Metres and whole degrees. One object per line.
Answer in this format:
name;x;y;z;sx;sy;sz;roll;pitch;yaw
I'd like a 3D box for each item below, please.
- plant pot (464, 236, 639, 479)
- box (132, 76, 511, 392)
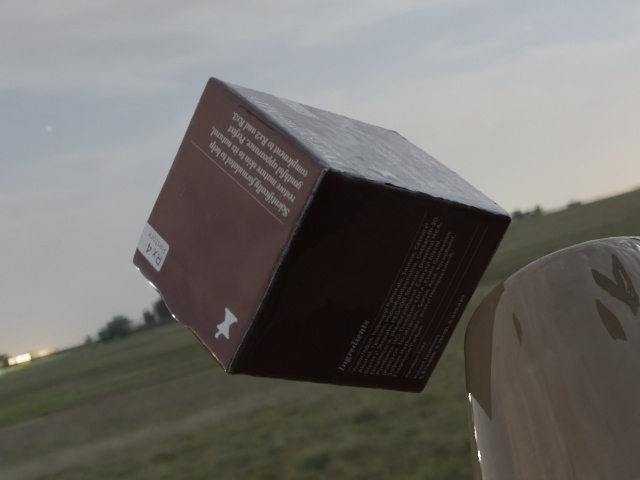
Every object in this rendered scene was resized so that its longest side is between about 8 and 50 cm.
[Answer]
plant pot;0.188;0.127;0.673;0.263;0.229;0.263;-10;-36;-7
box;0.000;0.000;0.907;0.203;0.167;0.168;12;21;-42
